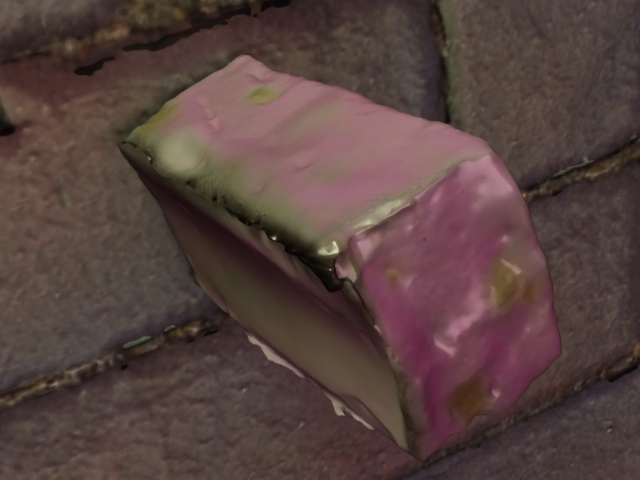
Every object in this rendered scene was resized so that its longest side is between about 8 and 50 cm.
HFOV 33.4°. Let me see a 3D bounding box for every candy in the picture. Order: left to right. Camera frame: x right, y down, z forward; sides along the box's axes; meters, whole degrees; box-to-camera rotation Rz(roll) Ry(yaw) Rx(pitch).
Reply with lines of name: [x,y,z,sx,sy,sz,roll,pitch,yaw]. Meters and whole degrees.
candy: [0.000,0.000,0.623,0.115,0.265,0.156,-39,125,-18]
